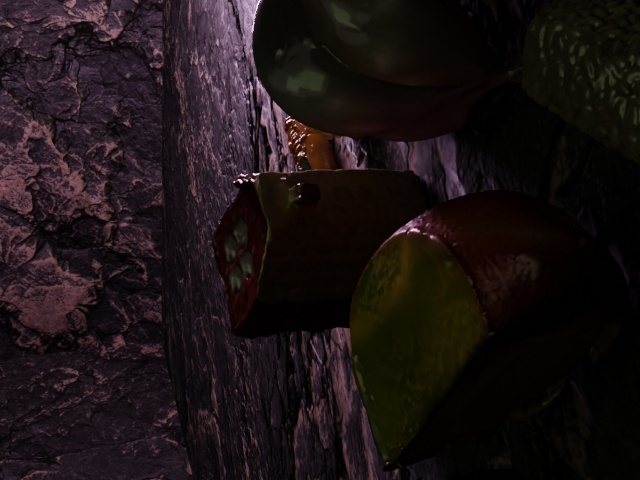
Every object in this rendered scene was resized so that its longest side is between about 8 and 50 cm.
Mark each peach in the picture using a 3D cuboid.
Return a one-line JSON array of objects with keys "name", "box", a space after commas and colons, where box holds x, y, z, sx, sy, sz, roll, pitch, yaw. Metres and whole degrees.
[{"name": "peach", "box": [0.120, 0.043, 0.546, 0.154, 0.159, 0.267, 61, 153, 30]}]

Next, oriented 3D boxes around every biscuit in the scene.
[{"name": "biscuit", "box": [0.192, -0.099, 0.456, 0.168, 0.070, 0.082, -121, 24, -49]}]

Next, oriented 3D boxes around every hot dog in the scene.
[{"name": "hot dog", "box": [-0.014, -0.124, 1.072, 0.072, 0.055, 0.188, 107, 152, -49]}]

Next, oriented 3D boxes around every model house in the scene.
[{"name": "model house", "box": [0.000, 0.000, 0.843, 0.254, 0.196, 0.160, 129, 134, -61]}]

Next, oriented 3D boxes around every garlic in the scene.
[{"name": "garlic", "box": [0.054, -0.196, 0.663, 0.237, 0.210, 0.292, -44, 74, 39]}]

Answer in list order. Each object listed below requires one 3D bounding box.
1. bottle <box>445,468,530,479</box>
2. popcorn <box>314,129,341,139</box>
[{"name": "bottle", "box": [0.156, 0.345, 0.521, 0.144, 0.144, 0.336, 105, 153, -44]}, {"name": "popcorn", "box": [0.013, -0.174, 0.983, 0.083, 0.057, 0.082, -55, 49, 56]}]
